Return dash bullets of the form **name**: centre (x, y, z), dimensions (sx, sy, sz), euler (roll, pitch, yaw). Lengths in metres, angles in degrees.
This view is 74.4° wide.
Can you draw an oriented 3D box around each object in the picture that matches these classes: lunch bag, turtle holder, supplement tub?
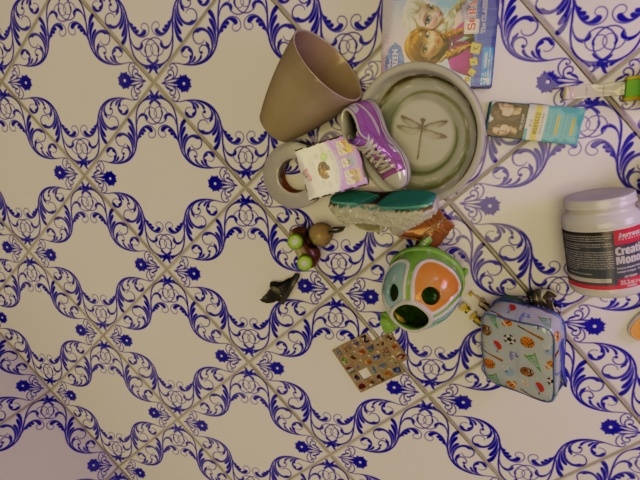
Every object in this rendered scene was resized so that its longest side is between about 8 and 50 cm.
- **lunch bag**: centre (0.625, 0.339, 1.290), dimensions (0.243, 0.114, 0.304), euler (9, 121, 43)
- **turtle holder**: centre (0.283, 0.162, 1.313), dimensions (0.320, 0.228, 0.243), euler (-17, 119, 42)
- **supplement tub**: centre (0.783, 0.005, 1.169), dimensions (0.190, 0.191, 0.273), euler (-10, 102, 18)

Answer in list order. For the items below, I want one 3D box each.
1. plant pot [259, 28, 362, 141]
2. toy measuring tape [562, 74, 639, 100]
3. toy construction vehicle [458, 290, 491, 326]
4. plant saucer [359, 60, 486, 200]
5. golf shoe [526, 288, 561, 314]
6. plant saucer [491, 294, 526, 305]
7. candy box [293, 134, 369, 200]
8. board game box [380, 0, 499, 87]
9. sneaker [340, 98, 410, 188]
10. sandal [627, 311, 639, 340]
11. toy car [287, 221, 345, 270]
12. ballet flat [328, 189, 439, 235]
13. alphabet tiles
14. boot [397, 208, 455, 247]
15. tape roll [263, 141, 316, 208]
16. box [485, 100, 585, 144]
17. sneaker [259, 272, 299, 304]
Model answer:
- **plant pot**: centre (-0.061, -0.437, 1.285), dimensions (0.274, 0.256, 0.257), euler (-37, 92, 37)
- **toy measuring tape**: centre (0.823, -0.397, 1.093), dimensions (0.329, 0.121, 0.122), euler (2, 105, 16)
- **toy construction vehicle**: centre (0.513, 0.223, 1.391), dimensions (0.098, 0.035, 0.086), euler (35, 122, 8)
- **plant saucer**: centre (0.290, -0.311, 1.238), dimensions (0.400, 0.100, 0.401), euler (18, 122, 31)
- **golf shoe**: centre (0.707, 0.244, 1.316), dimensions (0.093, 0.077, 0.199), euler (-11, 107, 10)
- **plant saucer**: centre (0.614, 0.237, 1.369), dimensions (0.119, 0.021, 0.120), euler (4, 106, 15)
- **candy box**: centre (0.036, -0.230, 1.310), dimensions (0.196, 0.070, 0.165), euler (-14, 104, 14)
- **board game box**: centre (0.335, -0.597, 1.204), dimensions (0.317, 0.066, 0.319), euler (3, 105, 15)
- **sneaker**: centre (0.145, -0.257, 1.205), dimensions (0.102, 0.161, 0.282), euler (-28, 95, 42)
- **sandal**: centre (1.018, 0.203, 1.215), dimensions (0.101, 0.076, 0.265), euler (33, 110, 5)
- **toy car**: centre (0.000, 0.000, 1.423), dimensions (0.188, 0.155, 0.149), euler (-24, 97, 8)
- **ballet flat**: centre (0.196, -0.084, 1.286), dimensions (0.408, 0.146, 0.147), euler (11, 111, 49)
- **alphabet tiles**: centre (0.191, 0.434, 1.549), dimensions (0.237, 0.009, 0.198), euler (-33, 93, 21)
- **boot**: centre (0.316, -0.059, 1.354), dimensions (0.197, 0.073, 0.152), euler (41, 109, -6)
- **tape roll**: centre (-0.079, -0.220, 1.419), dimensions (0.218, 0.072, 0.220), euler (4, 105, 16)
- **box**: centre (0.601, -0.336, 1.200), dimensions (0.243, 0.060, 0.101), euler (9, 106, 13)
- **sneaker**: centre (-0.149, 0.174, 1.554), dimensions (0.089, 0.051, 0.170), euler (30, 114, 2)
